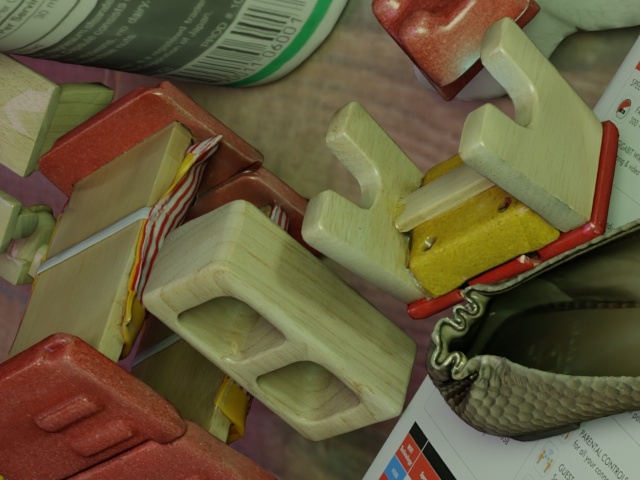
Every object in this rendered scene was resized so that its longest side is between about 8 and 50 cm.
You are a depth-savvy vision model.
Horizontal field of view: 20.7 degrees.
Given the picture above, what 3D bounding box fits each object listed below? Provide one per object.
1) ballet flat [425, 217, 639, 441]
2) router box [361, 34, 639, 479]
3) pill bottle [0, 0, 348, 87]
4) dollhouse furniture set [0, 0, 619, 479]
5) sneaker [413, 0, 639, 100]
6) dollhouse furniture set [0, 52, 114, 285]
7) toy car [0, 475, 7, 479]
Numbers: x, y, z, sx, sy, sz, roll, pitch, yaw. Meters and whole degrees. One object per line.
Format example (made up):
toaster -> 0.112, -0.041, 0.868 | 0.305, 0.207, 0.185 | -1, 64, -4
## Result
ballet flat -> 0.115, 0.020, 0.612 | 0.250, 0.058, 0.084 | -25, 44, 55
router box -> 0.160, 0.073, 0.645 | 0.301, 0.082, 0.335 | -59, 24, 11
pill bottle -> -0.163, -0.202, 0.941 | 0.204, 0.361, 0.204 | -7, 81, 46
dollhouse furniture set -> 0.000, 0.000, 0.850 | 0.374, 0.152, 0.201 | -26, 35, 38
sneaker -> 0.124, -0.147, 0.848 | 0.212, 0.080, 0.094 | -22, 55, 43
dollhouse furniture set -> -0.183, -0.058, 1.078 | 0.123, 0.151, 0.144 | 31, 110, 24
toy car -> -0.202, 0.154, 1.175 | 0.122, 0.060, 0.040 | -6, 50, 40
